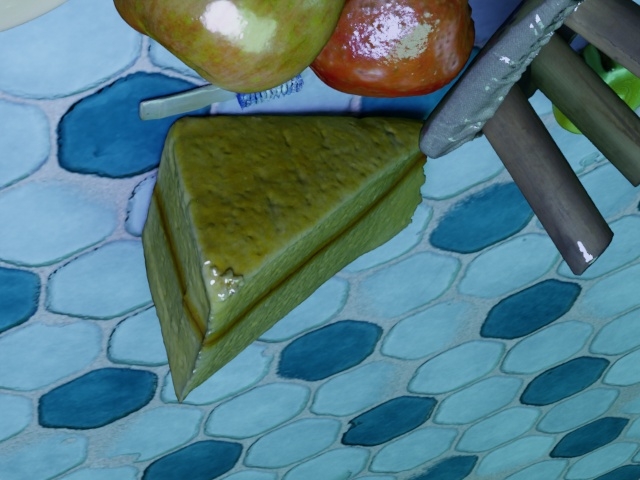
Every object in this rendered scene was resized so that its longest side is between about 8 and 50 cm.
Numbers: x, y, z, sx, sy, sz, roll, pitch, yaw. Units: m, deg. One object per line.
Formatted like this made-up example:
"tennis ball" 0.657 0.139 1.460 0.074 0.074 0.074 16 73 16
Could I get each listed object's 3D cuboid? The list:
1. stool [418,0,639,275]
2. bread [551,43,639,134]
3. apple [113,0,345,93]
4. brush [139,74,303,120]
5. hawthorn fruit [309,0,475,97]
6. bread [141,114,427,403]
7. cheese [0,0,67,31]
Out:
"stool" 0.291 -0.171 1.445 0.310 0.226 0.310 -50 178 40
"bread" 0.333 -0.187 1.713 0.130 0.071 0.139 -20 152 0
"apple" -0.073 -0.226 1.241 0.196 0.196 0.196 -18 150 -11
"brush" -0.101 -0.149 1.512 0.178 0.030 0.033 -16 160 -13
"hawthorn fruit" 0.043 -0.217 1.366 0.200 0.179 0.179 -7 150 2
"bread" 0.000 0.000 1.621 0.361 0.245 0.233 -6 146 -22
"cheese" -0.316 -0.203 1.244 0.255 0.050 0.127 -31 150 13
